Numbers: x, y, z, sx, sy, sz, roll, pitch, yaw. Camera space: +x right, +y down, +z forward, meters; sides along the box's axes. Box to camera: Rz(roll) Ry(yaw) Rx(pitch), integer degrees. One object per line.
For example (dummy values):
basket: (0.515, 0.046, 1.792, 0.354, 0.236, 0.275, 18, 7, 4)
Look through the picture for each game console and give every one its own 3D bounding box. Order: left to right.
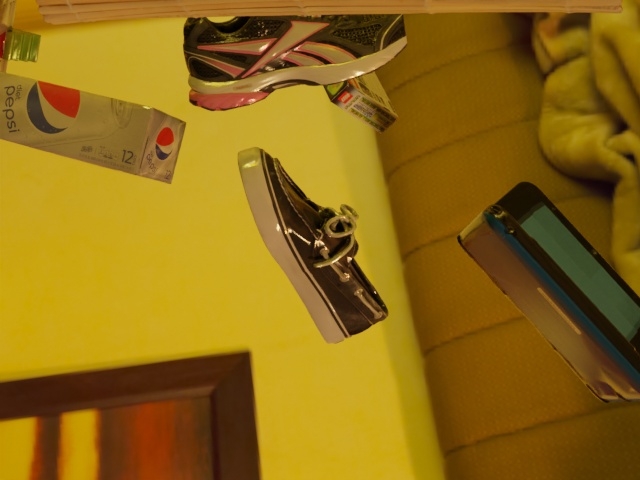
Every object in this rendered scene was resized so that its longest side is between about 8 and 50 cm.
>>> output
game console: (0.338, 0.045, 1.091, 0.293, 0.173, 0.250, 48, 171, 7)

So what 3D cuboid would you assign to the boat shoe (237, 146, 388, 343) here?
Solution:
boat shoe: (0.001, 0.003, 1.033, 0.113, 0.105, 0.306, -97, -18, -58)

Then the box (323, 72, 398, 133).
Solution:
box: (0.032, -0.253, 1.214, 0.114, 0.036, 0.207, 25, -146, -43)

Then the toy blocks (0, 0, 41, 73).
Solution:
toy blocks: (-0.567, -0.281, 1.328, 0.261, 0.191, 0.381, -108, 32, -68)

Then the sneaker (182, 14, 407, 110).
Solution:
sneaker: (-0.019, -0.156, 0.635, 0.072, 0.178, 0.077, -129, 23, -61)

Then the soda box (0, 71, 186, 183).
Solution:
soda box: (-0.332, -0.155, 1.138, 0.098, 0.286, 0.091, 11, -85, -71)

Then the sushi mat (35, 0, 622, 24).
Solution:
sushi mat: (-0.020, -0.151, 0.382, 0.151, 0.317, 0.019, 62, -144, -58)
